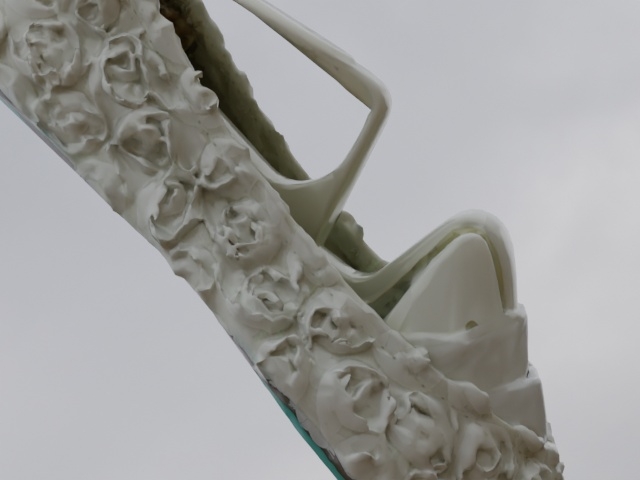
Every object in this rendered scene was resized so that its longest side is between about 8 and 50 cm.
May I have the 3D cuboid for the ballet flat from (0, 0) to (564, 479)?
[{"bbox_3d":[0.000,0.000,0.750,0.147,0.409,0.147,-42,-5,-5],"label":"ballet flat"}]
